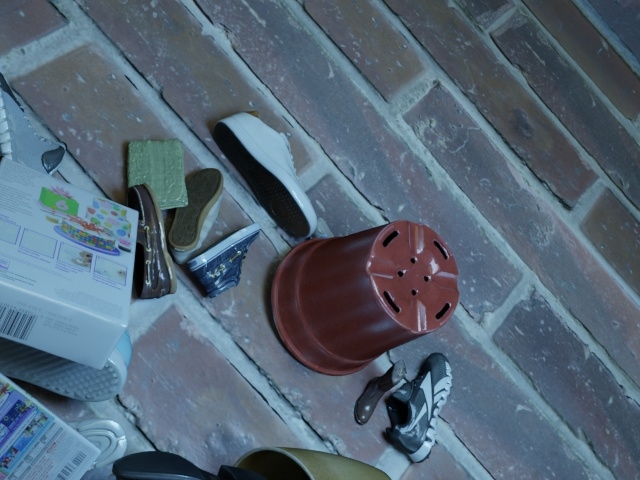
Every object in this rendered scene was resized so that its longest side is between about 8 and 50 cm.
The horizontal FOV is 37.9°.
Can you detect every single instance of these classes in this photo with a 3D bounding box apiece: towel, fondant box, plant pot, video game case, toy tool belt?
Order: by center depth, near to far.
[{"bbox_3d":[-0.453,0.324,1.319,0.193,0.023,0.212,40,81,-9],"label":"video game case"},{"bbox_3d":[-0.412,0.026,1.419,0.238,0.096,0.330,23,27,-20],"label":"fondant box"},{"bbox_3d":[0.009,0.445,1.518,0.254,0.237,0.237,6,60,-47],"label":"plant pot"},{"bbox_3d":[0.093,0.092,1.696,0.272,0.265,0.272,11,69,-31],"label":"plant pot"},{"bbox_3d":[-0.303,-0.121,1.718,0.110,0.027,0.148,-4,65,-11],"label":"towel"},{"bbox_3d":[0.000,0.000,1.867,0.083,0.051,0.052,58,32,-10],"label":"toy tool belt"}]

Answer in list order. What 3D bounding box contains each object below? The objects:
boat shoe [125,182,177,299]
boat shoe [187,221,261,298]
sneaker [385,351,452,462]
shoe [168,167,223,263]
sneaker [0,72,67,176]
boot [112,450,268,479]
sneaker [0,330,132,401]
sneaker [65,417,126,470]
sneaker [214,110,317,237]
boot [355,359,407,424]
[{"bbox_3d":[-0.309,0.001,1.623,0.073,0.073,0.207,-10,78,-34],"label":"boat shoe"},{"bbox_3d":[-0.164,0.036,1.726,0.183,0.065,0.083,-36,101,-43],"label":"boat shoe"},{"bbox_3d":[0.185,0.301,1.794,0.106,0.078,0.234,34,53,-17],"label":"sneaker"},{"bbox_3d":[-0.233,-0.049,1.732,0.076,0.058,0.219,10,49,9],"label":"shoe"},{"bbox_3d":[-0.508,-0.185,1.609,0.132,0.086,0.229,-6,78,-41],"label":"sneaker"},{"bbox_3d":[-0.206,0.446,1.389,0.263,0.091,0.229,17,94,-19],"label":"boot"},{"bbox_3d":[-0.464,0.125,1.449,0.366,0.135,0.150,30,22,-11],"label":"sneaker"},{"bbox_3d":[-0.408,0.313,1.390,0.235,0.095,0.090,-4,92,-15],"label":"sneaker"},{"bbox_3d":[-0.078,-0.143,1.848,0.123,0.106,0.290,-32,83,-39],"label":"sneaker"},{"bbox_3d":[0.114,0.280,1.732,0.037,0.114,0.106,33,51,-14],"label":"boot"}]
